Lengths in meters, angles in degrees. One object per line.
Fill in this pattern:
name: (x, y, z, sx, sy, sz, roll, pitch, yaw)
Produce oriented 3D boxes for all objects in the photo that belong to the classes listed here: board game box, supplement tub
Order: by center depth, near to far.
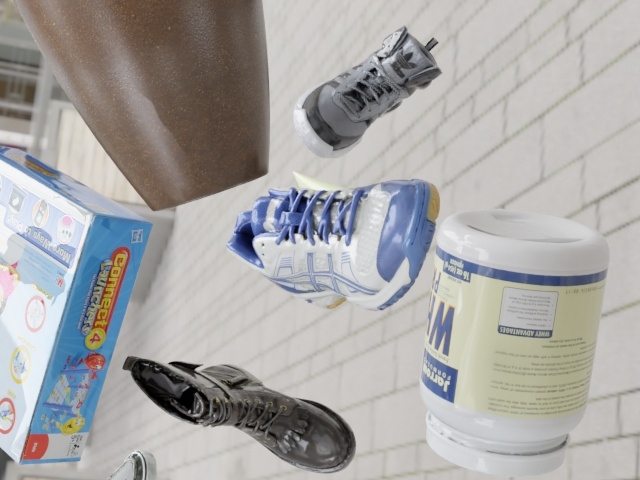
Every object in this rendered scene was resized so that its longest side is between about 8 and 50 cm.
board game box: (-0.364, 0.067, 1.354, 0.308, 0.086, 0.302, 27, 102, 41)
supplement tub: (0.262, 0.136, 1.543, 0.235, 0.235, 0.325, -134, 48, -69)

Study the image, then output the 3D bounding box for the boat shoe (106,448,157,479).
boat shoe: (-0.301, 0.390, 1.554, 0.078, 0.070, 0.219, 22, 84, 47)

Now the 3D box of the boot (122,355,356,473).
boot: (-0.101, 0.220, 1.398, 0.091, 0.263, 0.229, -67, -21, -1)

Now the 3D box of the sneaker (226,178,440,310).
sneaker: (0.000, 0.000, 1.045, 0.296, 0.131, 0.112, -27, 43, 63)

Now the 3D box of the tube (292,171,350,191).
tube: (0.023, -0.073, 2.115, 0.240, 0.062, 0.070, 22, 99, 57)

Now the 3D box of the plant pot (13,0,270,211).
plant pot: (-0.131, -0.149, 0.952, 0.215, 0.215, 0.230, -178, 69, -73)

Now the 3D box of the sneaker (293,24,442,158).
sneaker: (0.072, -0.213, 1.524, 0.153, 0.101, 0.268, -37, 4, 38)
